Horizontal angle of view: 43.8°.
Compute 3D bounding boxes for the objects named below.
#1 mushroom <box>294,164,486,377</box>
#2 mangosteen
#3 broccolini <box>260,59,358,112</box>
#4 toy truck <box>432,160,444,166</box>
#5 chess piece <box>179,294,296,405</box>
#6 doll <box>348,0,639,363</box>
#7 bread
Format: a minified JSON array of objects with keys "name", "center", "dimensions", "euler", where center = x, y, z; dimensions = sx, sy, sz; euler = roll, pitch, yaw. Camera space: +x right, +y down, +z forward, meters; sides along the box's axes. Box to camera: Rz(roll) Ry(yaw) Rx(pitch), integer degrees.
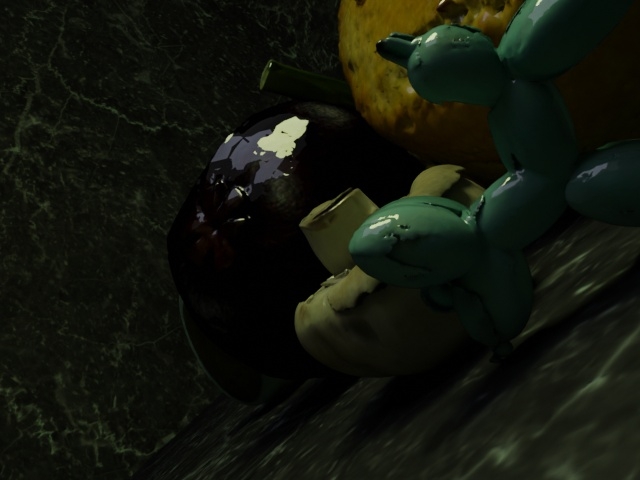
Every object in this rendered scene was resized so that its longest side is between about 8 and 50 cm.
[{"name":"mushroom","center":[0.043,0.019,0.487],"dimensions":[0.154,0.122,0.154],"euler":[-47,2,2]},{"name":"mangosteen","center":[-0.005,-0.002,0.781],"dimensions":[0.288,0.233,0.288],"euler":[-57,-12,-19]},{"name":"broccolini","center":[0.112,-0.145,0.862],"dimensions":[0.074,0.391,0.079],"euler":[27,103,62]},{"name":"toy truck","center":[0.066,-0.056,0.993],"dimensions":[0.213,0.161,0.177],"euler":[-9,7,-5]},{"name":"chess piece","center":[-0.020,0.069,1.070],"dimensions":[0.299,0.195,0.194],"euler":[-29,-8,-33]},{"name":"doll","center":[0.086,-0.028,0.353],"dimensions":[0.158,0.160,0.059],"euler":[-18,7,15]},{"name":"bread","center":[0.151,-0.213,0.630],"dimensions":[0.358,0.204,0.337],"euler":[152,128,-63]}]
